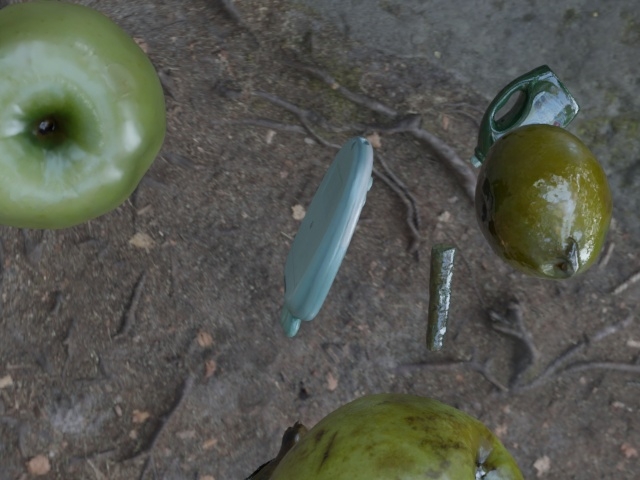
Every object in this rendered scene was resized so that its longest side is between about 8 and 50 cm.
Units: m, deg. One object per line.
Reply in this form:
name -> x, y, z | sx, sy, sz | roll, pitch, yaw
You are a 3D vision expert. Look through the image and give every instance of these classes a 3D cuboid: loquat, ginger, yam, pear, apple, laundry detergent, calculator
loquat -> 0.241, -0.038, 0.856 | 0.152, 0.195, 0.152 | 2, 138, 2
ginger -> -0.124, 0.503, 1.559 | 0.309, 0.133, 0.107 | -38, 101, -3
yam -> 0.283, 0.136, 1.881 | 0.061, 0.061, 0.274 | -8, 114, -19
pear -> 0.092, 0.323, 0.923 | 0.303, 0.304, 0.304 | -5, 105, -20
apple -> -0.309, -0.142, 0.910 | 0.279, 0.279, 0.279 | -5, 105, -20
laundry detergent -> 0.353, -0.214, 1.441 | 0.211, 0.063, 0.137 | -38, 121, 16
calculator -> 0.000, 0.000, 1.053 | 0.042, 0.184, 0.295 | 19, 112, -12
